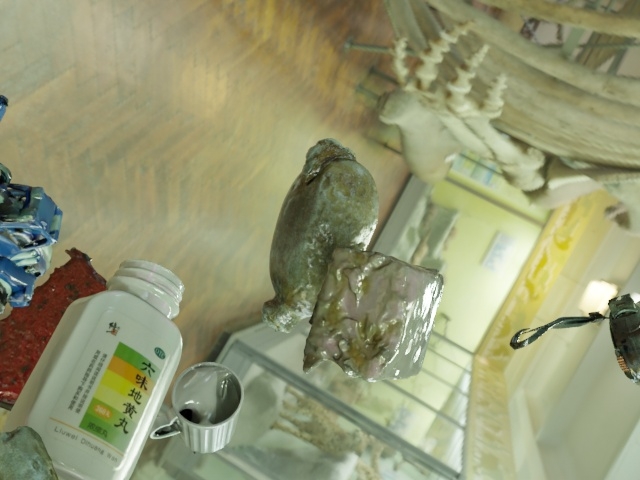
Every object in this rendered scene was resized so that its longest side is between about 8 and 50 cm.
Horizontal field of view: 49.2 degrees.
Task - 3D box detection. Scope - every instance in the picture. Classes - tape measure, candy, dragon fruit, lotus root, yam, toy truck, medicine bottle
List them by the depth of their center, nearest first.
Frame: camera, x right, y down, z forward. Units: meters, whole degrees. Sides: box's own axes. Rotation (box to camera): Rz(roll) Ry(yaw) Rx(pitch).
[{"bbox_3d":[-0.290,-0.033,0.557,0.208,0.126,0.113,71,10,-50],"label":"toy truck"},{"bbox_3d":[-0.293,0.325,0.723,0.093,0.259,0.093,-26,152,-15],"label":"yam"},{"bbox_3d":[0.331,0.136,0.847,0.104,0.179,0.107,26,48,-67],"label":"tape measure"},{"bbox_3d":[0.079,0.110,0.989,0.195,0.137,0.185,18,89,-64],"label":"candy"},{"bbox_3d":[-0.306,0.185,1.010,0.124,0.179,0.324,-18,-139,39],"label":"medicine bottle"},{"bbox_3d":[0.002,0.001,1.226,0.175,0.175,0.350,49,58,-78],"label":"lotus root"},{"bbox_3d":[-0.519,0.225,1.421,0.343,0.282,0.100,-46,167,-14],"label":"dragon fruit"}]

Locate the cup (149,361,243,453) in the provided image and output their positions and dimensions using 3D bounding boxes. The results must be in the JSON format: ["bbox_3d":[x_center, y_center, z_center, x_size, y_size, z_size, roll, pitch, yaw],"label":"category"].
[{"bbox_3d":[-0.305,0.417,1.718,0.202,0.221,0.167,103,-10,-51],"label":"cup"}]
